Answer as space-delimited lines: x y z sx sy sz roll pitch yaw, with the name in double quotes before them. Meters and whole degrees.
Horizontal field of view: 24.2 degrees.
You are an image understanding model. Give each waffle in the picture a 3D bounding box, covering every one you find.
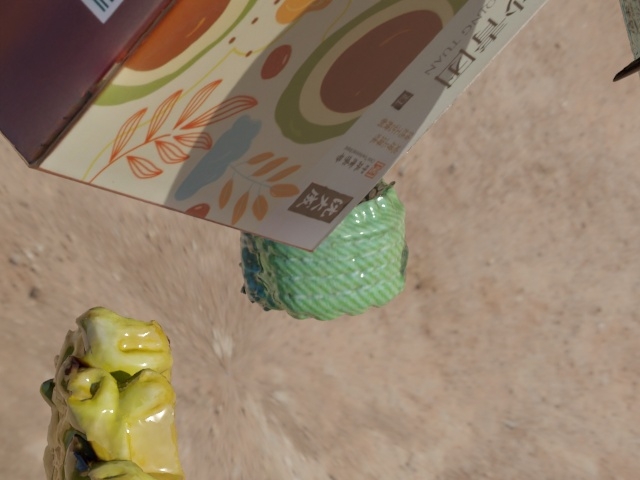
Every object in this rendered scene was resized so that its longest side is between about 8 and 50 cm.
"waffle" -0.101 0.192 0.721 0.062 0.329 0.329 -2 85 -13

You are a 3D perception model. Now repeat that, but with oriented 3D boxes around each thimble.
"thimble" 0.000 0.000 1.872 0.219 0.219 0.150 -6 111 -4

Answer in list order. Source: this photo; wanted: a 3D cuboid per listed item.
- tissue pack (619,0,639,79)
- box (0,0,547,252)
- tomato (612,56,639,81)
"tissue pack" 0.503 -0.311 1.864 0.257 0.081 0.185 -16 92 -11
"box" -0.010 -0.178 1.015 0.344 0.385 0.122 -47 65 12
"tomato" 0.309 -0.113 0.788 0.224 0.256 0.256 43 84 3
